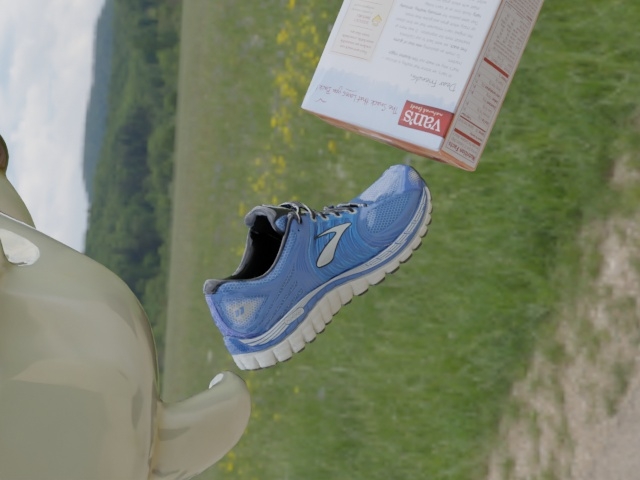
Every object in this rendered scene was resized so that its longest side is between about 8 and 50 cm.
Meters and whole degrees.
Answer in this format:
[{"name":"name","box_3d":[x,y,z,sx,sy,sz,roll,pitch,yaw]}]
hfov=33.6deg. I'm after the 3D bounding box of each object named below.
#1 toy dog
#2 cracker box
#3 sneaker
[{"name":"toy dog","box_3d":[-0.274,0.039,0.711,0.408,0.395,0.285,-142,48,-60]},{"name":"cracker box","box_3d":[0.097,-0.191,0.892,0.155,0.067,0.232,24,91,39]},{"name":"sneaker","box_3d":[0.000,0.000,1.227,0.147,0.330,0.129,57,150,-13]}]
